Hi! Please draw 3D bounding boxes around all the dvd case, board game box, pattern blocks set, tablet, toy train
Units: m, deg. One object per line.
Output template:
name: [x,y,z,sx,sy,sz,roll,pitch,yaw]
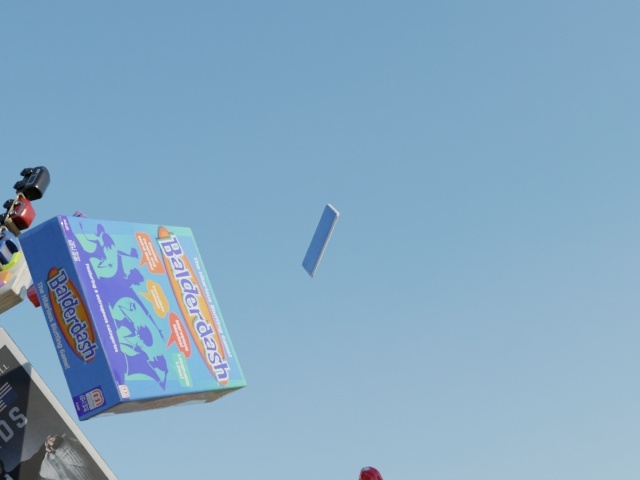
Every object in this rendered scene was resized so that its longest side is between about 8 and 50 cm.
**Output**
dvd case: [-0.300,0.226,1.264,0.029,0.179,0.238,0,-52,50]
board game box: [-0.153,0.064,1.140,0.047,0.160,0.210,-26,-12,21]
pattern blocks set: [-0.408,0.065,1.579,0.325,0.285,0.026,-32,-67,4]
tablet: [0.000,0.000,1.597,0.006,0.083,0.054,19,9,-17]
toy train: [-0.308,-0.024,1.367,0.036,0.158,0.027,-11,-52,21]

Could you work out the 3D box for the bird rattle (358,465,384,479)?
bird rattle: [0.044,0.287,1.076,0.143,0.207,0.253,22,-11,-16]
